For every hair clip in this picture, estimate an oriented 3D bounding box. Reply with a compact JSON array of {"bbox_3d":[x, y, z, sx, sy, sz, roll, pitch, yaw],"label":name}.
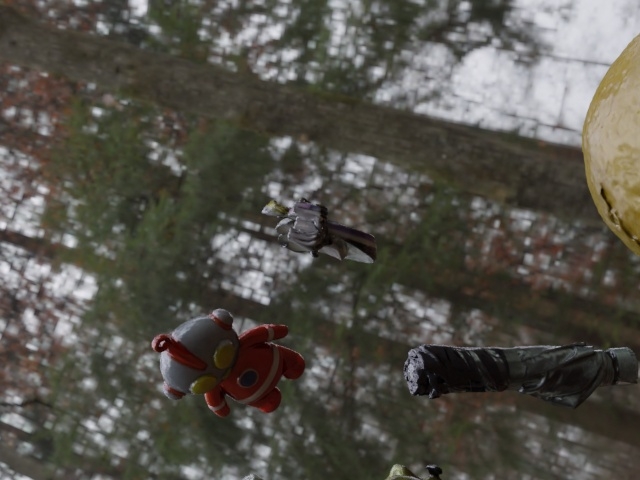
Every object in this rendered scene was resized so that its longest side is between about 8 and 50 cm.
[{"bbox_3d":[0.000,0.000,1.087,0.049,0.116,0.172,-66,-14,-5],"label":"hair clip"}]

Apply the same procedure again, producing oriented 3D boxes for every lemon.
[{"bbox_3d":[0.392,-0.095,1.038,0.293,0.293,0.293,-36,-47,-50],"label":"lemon"}]

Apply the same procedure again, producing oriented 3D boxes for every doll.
[{"bbox_3d":[-0.158,0.206,1.792,0.200,0.105,0.336,-53,-41,7],"label":"doll"}]

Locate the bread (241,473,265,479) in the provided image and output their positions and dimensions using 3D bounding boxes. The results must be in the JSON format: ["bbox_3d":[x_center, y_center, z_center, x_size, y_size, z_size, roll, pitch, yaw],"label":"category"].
[{"bbox_3d":[-0.068,0.267,0.888,0.112,0.193,0.036,37,-139,-16],"label":"bread"}]

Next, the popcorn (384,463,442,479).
[{"bbox_3d":[0.108,0.313,1.030,0.169,0.189,0.218,-61,7,-10],"label":"popcorn"}]

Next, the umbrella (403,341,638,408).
[{"bbox_3d":[0.158,0.105,0.836,0.046,0.188,0.050,-171,82,-75],"label":"umbrella"}]
